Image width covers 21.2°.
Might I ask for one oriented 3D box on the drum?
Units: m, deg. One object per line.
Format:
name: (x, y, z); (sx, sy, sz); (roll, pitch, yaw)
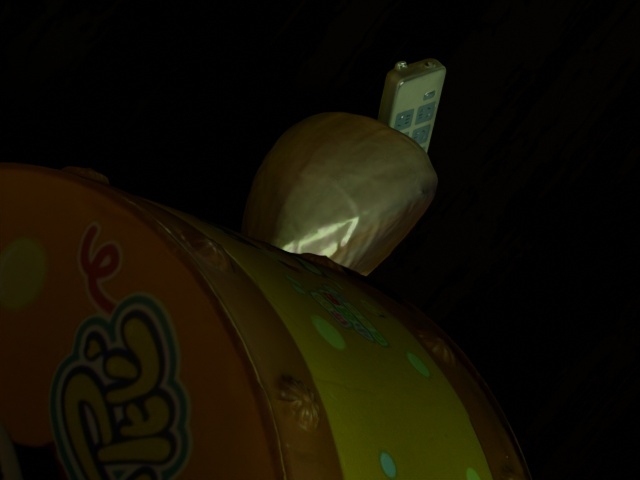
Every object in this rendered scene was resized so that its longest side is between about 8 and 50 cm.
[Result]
drum: (-0.115, 0.184, 0.801); (0.431, 0.431, 0.214); (-53, 144, 11)

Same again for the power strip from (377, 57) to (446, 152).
power strip: (0.054, -0.076, 1.080); (0.040, 0.016, 0.090); (-21, 140, -32)

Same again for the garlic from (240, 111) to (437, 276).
garlic: (0.000, -0.004, 0.992); (0.129, 0.090, 0.198); (-68, 169, 26)
